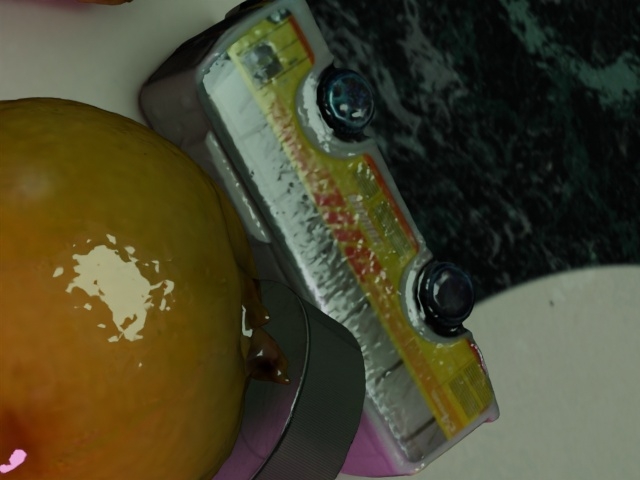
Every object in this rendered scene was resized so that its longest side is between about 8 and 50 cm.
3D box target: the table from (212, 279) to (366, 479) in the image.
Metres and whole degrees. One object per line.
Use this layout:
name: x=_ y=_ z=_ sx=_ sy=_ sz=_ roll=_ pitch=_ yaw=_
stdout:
table: x=-0.039 y=0.088 z=0.829 sx=0.043 sy=0.133 sz=0.133 roll=34 pitch=59 yaw=-32

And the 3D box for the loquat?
loquat: x=-0.118 y=0.036 z=0.726 sx=0.208 sy=0.208 sz=0.208 roll=11 pitch=72 yaw=-39

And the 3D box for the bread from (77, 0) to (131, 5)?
bread: x=-0.152 y=-0.210 z=0.743 sx=0.344 sy=0.195 sz=0.149 roll=7 pitch=79 yaw=-52

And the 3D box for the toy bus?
toy bus: x=0.000 y=0.000 z=0.920 sx=0.106 sy=0.092 sz=0.268 roll=-34 pitch=103 yaw=-31
